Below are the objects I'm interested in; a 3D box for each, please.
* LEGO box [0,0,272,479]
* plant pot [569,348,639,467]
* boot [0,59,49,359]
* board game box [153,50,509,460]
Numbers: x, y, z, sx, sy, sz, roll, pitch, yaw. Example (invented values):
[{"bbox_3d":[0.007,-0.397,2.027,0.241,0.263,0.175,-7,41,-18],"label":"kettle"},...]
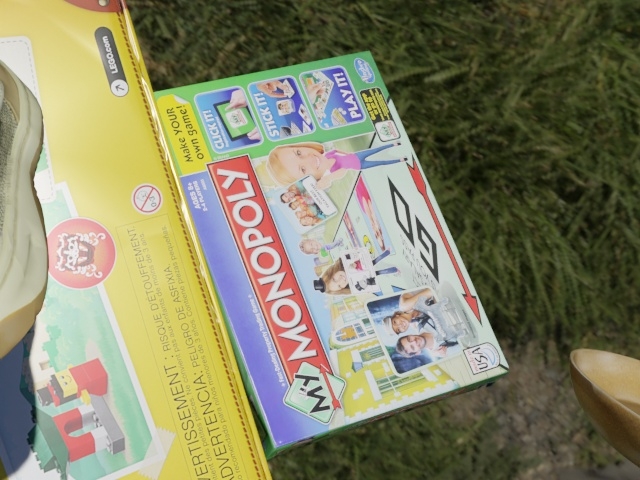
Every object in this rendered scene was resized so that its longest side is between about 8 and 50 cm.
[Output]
[{"bbox_3d":[-0.275,0.073,0.780,0.372,0.193,0.501,-16,87,-20],"label":"LEGO box"},{"bbox_3d":[0.245,0.126,0.601,0.236,0.236,0.032,17,101,-27],"label":"plant pot"},{"bbox_3d":[-0.169,-0.064,0.350,0.077,0.213,0.165,-35,128,3],"label":"boot"},{"bbox_3d":[0.000,0.000,0.900,0.213,0.317,0.046,-15,161,-22],"label":"board game box"}]
